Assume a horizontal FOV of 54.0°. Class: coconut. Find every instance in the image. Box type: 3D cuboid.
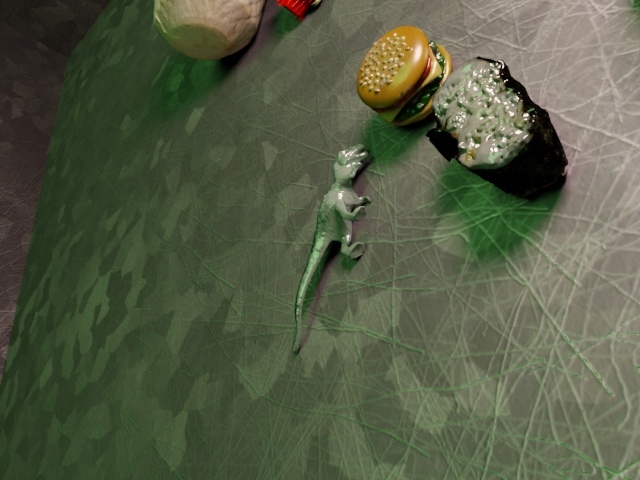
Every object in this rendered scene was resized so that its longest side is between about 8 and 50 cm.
[{"bbox_3d":[-0.287,-0.638,1.626,0.329,0.329,0.328,-27,50,38],"label":"coconut"}]

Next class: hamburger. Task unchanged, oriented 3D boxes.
[{"bbox_3d":[0.135,-0.269,1.037,0.162,0.115,0.161,-27,51,40],"label":"hamburger"}]

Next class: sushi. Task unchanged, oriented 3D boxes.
[{"bbox_3d":[0.233,-0.143,0.851,0.147,0.115,0.212,-43,40,20],"label":"sushi"}]

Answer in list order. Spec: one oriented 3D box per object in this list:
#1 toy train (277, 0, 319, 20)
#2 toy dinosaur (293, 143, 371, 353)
[{"bbox_3d":[-0.020,-0.620,1.455,0.204,0.083,0.131,-47,38,20],"label":"toy train"},{"bbox_3d":[0.028,0.002,1.045,0.129,0.076,0.382,-3,63,56],"label":"toy dinosaur"}]
